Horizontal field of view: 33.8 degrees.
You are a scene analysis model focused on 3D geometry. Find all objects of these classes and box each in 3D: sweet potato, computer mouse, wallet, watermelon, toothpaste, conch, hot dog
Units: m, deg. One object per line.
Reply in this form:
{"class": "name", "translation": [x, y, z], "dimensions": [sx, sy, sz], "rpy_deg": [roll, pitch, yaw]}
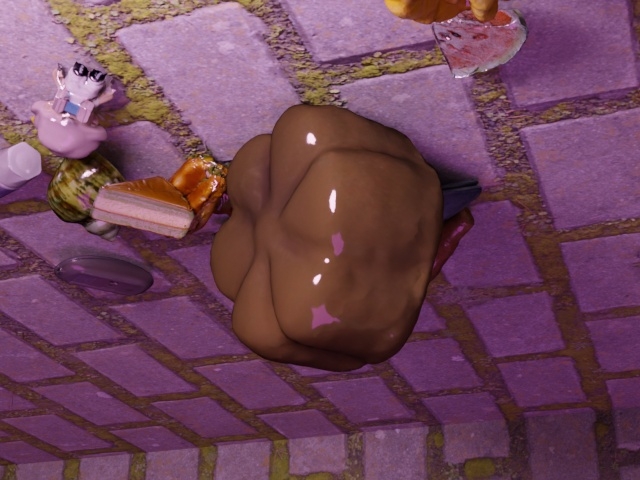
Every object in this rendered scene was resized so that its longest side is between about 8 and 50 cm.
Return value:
{"class": "sweet potato", "translation": [0.222, 0.046, 2.326], "dimensions": [0.109, 0.109, 0.385], "rpy_deg": [16, 149, -28]}
{"class": "computer mouse", "translation": [-0.502, 0.077, 2.446], "dimensions": [0.232, 0.057, 0.120], "rpy_deg": [15, 150, -33]}
{"class": "wallet", "translation": [0.151, -0.036, 2.113], "dimensions": [0.251, 0.054, 0.290], "rpy_deg": [-15, 168, -43]}
{"class": "watermelon", "translation": [0.232, -0.328, 1.621], "dimensions": [0.139, 0.071, 0.187], "rpy_deg": [23, 155, -26]}
{"class": "toothpaste", "translation": [-0.676, -0.105, 2.069], "dimensions": [0.125, 0.080, 0.371], "rpy_deg": [23, 151, -39]}
{"class": "conch", "translation": [-0.441, -0.083, 2.033], "dimensions": [0.187, 0.124, 0.181], "rpy_deg": [-2, 151, 46]}
{"class": "hot dog", "translation": [-0.255, -0.082, 2.069], "dimensions": [0.072, 0.115, 0.269], "rpy_deg": [-18, 170, -37]}

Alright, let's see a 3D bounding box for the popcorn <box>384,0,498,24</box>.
{"class": "popcorn", "translation": [0.147, -0.420, 1.263], "dimensions": [0.316, 0.281, 0.297], "rpy_deg": [37, 104, -10]}

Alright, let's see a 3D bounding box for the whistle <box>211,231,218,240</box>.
{"class": "whistle", "translation": [-0.110, -0.008, 2.230], "dimensions": [0.244, 0.092, 0.110], "rpy_deg": [-5, 155, 9]}

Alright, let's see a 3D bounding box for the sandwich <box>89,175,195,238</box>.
{"class": "sandwich", "translation": [-0.332, -0.053, 1.977], "dimensions": [0.163, 0.113, 0.079], "rpy_deg": [-14, 139, -53]}

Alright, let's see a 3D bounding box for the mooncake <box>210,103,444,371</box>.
{"class": "mooncake", "translation": [0.000, 0.000, 1.865], "dimensions": [0.262, 0.467, 0.467], "rpy_deg": [11, 152, -31]}

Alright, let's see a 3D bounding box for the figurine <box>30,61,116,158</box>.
{"class": "figurine", "translation": [-0.427, -0.215, 1.810], "dimensions": [0.137, 0.112, 0.229], "rpy_deg": [17, 140, -20]}

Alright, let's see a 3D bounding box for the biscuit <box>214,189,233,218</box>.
{"class": "biscuit", "translation": [-0.151, -0.071, 2.128], "dimensions": [0.204, 0.031, 0.138], "rpy_deg": [13, 134, 0]}
